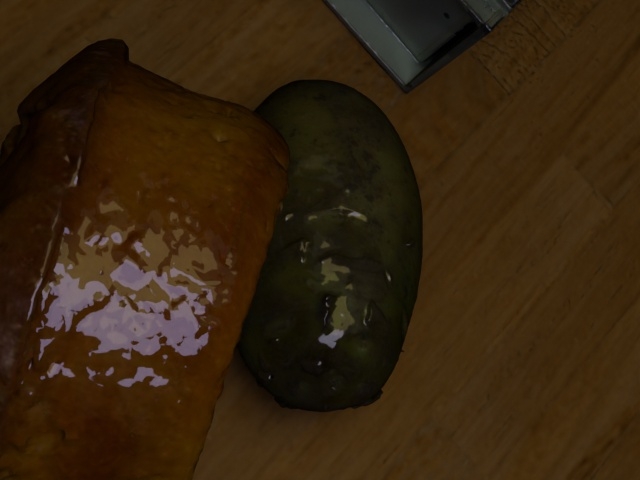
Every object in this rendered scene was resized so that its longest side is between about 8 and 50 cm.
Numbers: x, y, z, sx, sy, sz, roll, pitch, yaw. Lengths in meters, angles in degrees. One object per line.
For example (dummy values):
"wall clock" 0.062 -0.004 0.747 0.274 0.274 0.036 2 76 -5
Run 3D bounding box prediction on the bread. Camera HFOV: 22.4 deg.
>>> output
"bread" -0.124 0.036 0.945 0.172 0.312 0.312 15 67 -5

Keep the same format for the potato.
"potato" 0.000 0.000 1.130 0.149 0.113 0.251 3 64 -17

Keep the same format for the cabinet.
"cabinet" 0.110 -0.248 1.235 0.145 0.150 0.206 47 61 -6
